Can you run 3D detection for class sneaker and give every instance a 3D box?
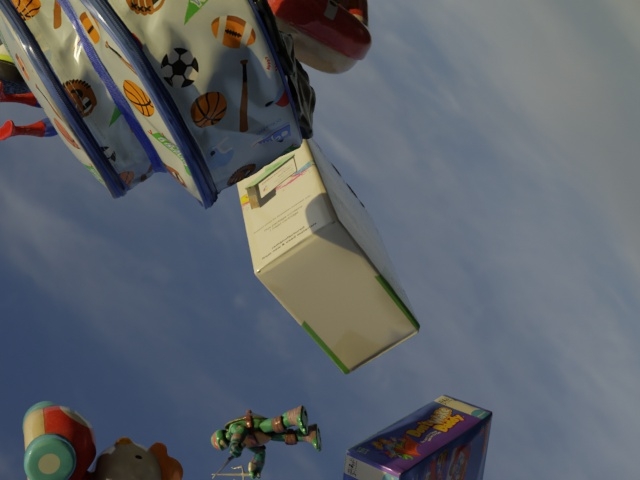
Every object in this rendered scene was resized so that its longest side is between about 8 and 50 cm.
[{"bbox_3d":[-0.437,-0.259,1.233,0.084,0.235,0.097,16,-95,-21],"label":"sneaker"}]

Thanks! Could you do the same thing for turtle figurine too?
[{"bbox_3d":[-0.125,0.379,1.583,0.175,0.234,0.118,50,-154,-61],"label":"turtle figurine"}]

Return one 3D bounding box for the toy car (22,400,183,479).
[{"bbox_3d":[-0.336,0.354,1.311,0.238,0.219,0.210,-4,-84,-20],"label":"toy car"}]

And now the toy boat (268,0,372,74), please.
[{"bbox_3d":[0.006,-0.293,0.925,0.151,0.151,0.231,24,-142,-20],"label":"toy boat"}]

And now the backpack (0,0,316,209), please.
[{"bbox_3d":[-0.134,-0.158,0.676,0.263,0.213,0.276,41,169,36],"label":"backpack"}]

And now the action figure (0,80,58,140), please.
[{"bbox_3d":[-0.288,-0.196,1.147,0.280,0.139,0.091,-10,-101,-45],"label":"action figure"}]

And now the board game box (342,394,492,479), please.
[{"bbox_3d":[0.114,0.401,1.085,0.078,0.346,0.233,16,-163,36],"label":"board game box"}]

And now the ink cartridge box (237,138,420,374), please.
[{"bbox_3d":[0.000,0.000,1.076,0.201,0.117,0.278,51,-169,-32],"label":"ink cartridge box"}]
